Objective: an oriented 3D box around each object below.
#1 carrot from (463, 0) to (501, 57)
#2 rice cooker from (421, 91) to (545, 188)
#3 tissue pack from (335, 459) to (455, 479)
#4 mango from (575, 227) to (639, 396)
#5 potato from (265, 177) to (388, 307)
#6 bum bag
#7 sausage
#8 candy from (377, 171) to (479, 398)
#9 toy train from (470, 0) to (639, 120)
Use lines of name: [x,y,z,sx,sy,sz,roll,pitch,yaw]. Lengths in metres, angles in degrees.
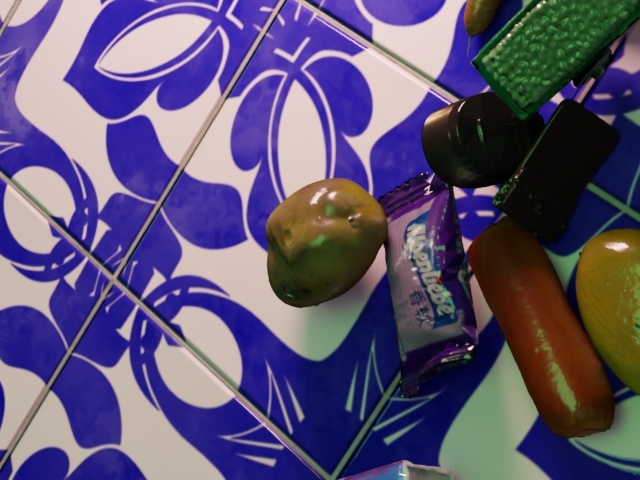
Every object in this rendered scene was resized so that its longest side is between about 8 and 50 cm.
carrot: [0.238,-0.378,1.782,0.078,0.078,0.298,28,99,35]
rice cooker: [0.200,-0.121,1.685,0.106,0.165,0.112,-18,78,41]
tissue pack: [0.041,0.394,1.675,0.263,0.146,0.198,-21,69,28]
mango: [0.368,0.095,1.563,0.137,0.091,0.237,-30,63,32]
potato: [0.005,0.001,1.781,0.200,0.137,0.154,133,128,-59]
bum bag: [0.285,-0.083,1.652,0.159,0.109,0.026,-57,33,8]
sausage: [0.258,0.098,1.639,0.089,0.083,0.300,-44,56,33]
candy: [0.131,0.051,1.734,0.145,0.070,0.275,-26,63,46]
toy train: [0.310,-0.255,1.596,0.115,0.154,0.269,49,128,4]
